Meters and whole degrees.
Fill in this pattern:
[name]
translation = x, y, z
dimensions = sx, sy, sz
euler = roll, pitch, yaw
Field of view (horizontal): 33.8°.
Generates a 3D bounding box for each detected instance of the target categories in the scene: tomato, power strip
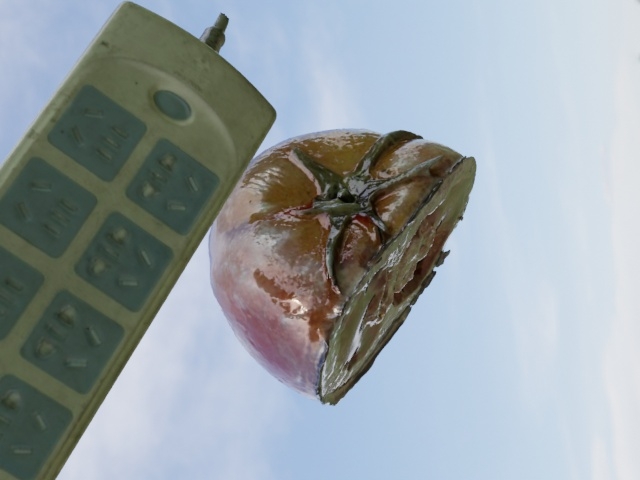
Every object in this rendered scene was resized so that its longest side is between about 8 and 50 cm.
[tomato]
translation = 0.000, 0.000, 0.792
dimensions = 0.214, 0.155, 0.181
euler = -48, -25, -35
[power strip]
translation = -0.089, -0.003, 0.396
dimensions = 0.080, 0.029, 0.227
euler = 34, -113, -13
